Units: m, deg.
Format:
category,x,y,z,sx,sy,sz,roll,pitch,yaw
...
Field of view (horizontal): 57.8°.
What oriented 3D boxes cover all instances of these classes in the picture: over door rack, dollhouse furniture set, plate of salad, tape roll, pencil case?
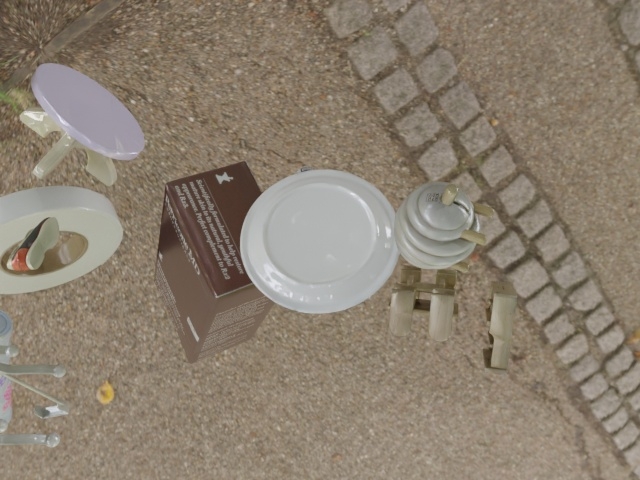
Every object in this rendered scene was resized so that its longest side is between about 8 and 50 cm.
category,x,y,z,sx,sy,sz,roll,pitch,yaw
over door rack,-0.453,0.328,0.912,0.108,0.239,0.324,-3,149,-7
dollhouse furniture set,0.261,0.162,1.181,0.242,0.212,0.160,6,102,12
plate of salad,0.000,0.000,0.727,0.200,0.200,0.048,-33,155,-12
tape roll,-0.695,0.007,1.444,0.392,0.072,0.392,-24,159,-10
pencil case,-0.670,0.264,1.141,0.114,0.124,0.273,8,120,-16

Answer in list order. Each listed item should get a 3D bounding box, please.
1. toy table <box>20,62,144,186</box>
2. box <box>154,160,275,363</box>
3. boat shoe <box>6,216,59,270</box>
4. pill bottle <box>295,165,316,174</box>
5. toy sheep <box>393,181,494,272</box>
category,x,y,z,sx,sy,sz,roll,pitch,yaw
toy table,-0.563,-0.259,1.354,0.274,0.252,0.161,47,125,-6
box,-0.175,0.057,0.970,0.143,0.381,0.191,-19,72,-27
boat shoe,-0.492,0.005,1.000,0.043,0.137,0.049,-8,126,5
pill bottle,-0.028,-0.145,1.527,0.067,0.120,0.067,-4,120,-8
toy sheep,0.116,-0.014,0.565,0.091,0.091,0.132,-21,151,-18
